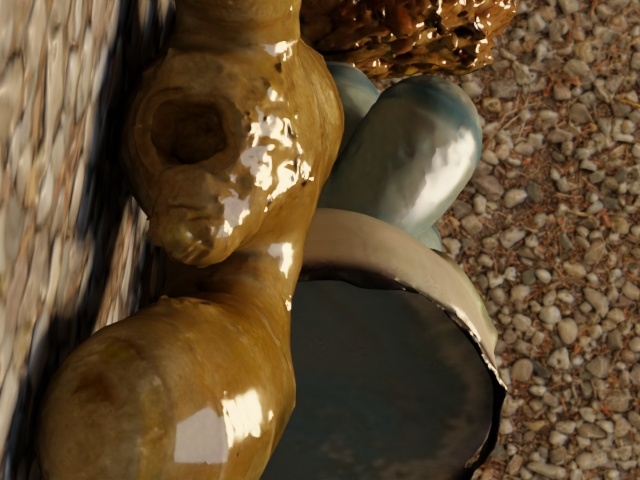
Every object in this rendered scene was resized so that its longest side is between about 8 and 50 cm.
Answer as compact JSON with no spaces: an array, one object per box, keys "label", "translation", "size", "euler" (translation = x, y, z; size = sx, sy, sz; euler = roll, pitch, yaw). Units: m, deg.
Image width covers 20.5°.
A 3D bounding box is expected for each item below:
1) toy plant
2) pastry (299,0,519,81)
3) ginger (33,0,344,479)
[{"label":"toy plant","translation":[0.000,0.000,1.189],"size":[0.332,0.247,0.247],"euler":[-90,-175,-48]},{"label":"pastry","translation":[0.064,-0.203,1.357],"size":[0.275,0.275,0.193],"euler":[-77,143,-72]},{"label":"ginger","translation":[-0.043,-0.024,0.888],"size":[0.348,0.122,0.363],"euler":[42,46,-78]}]
